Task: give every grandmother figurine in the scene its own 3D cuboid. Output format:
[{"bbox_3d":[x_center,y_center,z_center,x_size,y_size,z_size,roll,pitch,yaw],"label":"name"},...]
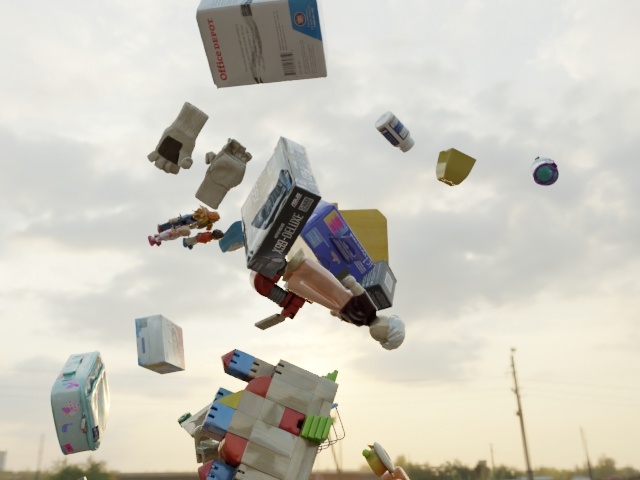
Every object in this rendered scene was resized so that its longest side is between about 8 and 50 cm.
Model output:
[{"bbox_3d":[0.064,0.160,1.700,0.342,0.104,0.208,34,-18,5],"label":"grandmother figurine"}]

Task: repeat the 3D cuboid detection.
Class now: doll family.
[{"bbox_3d":[-0.398,-0.051,2.044,0.163,0.118,0.263,-17,-9,24],"label":"doll family"}]

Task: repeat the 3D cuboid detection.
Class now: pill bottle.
[{"bbox_3d":[0.219,-0.313,1.962,0.120,0.067,0.067,42,-41,-24],"label":"pill bottle"}]

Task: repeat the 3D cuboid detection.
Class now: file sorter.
[{"bbox_3d":[-0.028,0.528,1.851,0.118,0.104,0.170,-24,-10,33],"label":"file sorter"}]

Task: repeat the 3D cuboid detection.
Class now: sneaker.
[{"bbox_3d":[-0.309,-0.024,2.633,0.092,0.087,0.229,-13,-11,-42],"label":"sneaker"}]

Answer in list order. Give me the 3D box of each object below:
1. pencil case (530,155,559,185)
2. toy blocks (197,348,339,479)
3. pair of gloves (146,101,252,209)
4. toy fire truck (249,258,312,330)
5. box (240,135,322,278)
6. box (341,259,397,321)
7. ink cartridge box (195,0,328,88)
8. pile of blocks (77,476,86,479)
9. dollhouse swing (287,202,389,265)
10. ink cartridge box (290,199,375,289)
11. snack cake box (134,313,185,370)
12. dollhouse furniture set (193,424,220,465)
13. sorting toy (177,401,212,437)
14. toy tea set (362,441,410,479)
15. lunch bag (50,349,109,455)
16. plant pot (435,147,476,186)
[{"bbox_3d":[0.592,-0.184,1.781,0.070,0.064,0.152,-45,-1,20],"label":"pencil case"},{"bbox_3d":[-0.132,0.395,1.427,0.261,0.381,0.190,24,-33,-5],"label":"toy blocks"},{"bbox_3d":[-0.311,-0.213,1.755,0.240,0.042,0.204,40,-67,-7],"label":"pair of gloves"},{"bbox_3d":[-0.147,0.176,2.158,0.217,0.246,0.158,33,-4,-20],"label":"toy fire truck"},{"bbox_3d":[-0.106,-0.090,1.663,0.077,0.307,0.242,23,-66,-21],"label":"box"},{"bbox_3d":[0.149,0.176,2.369,0.207,0.153,0.108,-19,-63,25],"label":"box"},{"bbox_3d":[-0.144,-0.538,1.765,0.308,0.129,0.223,-4,-48,7],"label":"ink cartridge box"},{"bbox_3d":[-0.767,0.845,1.903,0.149,0.362,0.112,21,-21,-6],"label":"pile of blocks"},{"bbox_3d":[0.063,0.030,2.671,0.305,0.346,0.315,-2,-1,-25],"label":"dollhouse swing"},{"bbox_3d":[0.000,0.000,2.167,0.270,0.151,0.395,55,-11,-27],"label":"ink cartridge box"},{"bbox_3d":[-0.517,0.342,2.192,0.089,0.152,0.264,-10,-18,0],"label":"snack cake box"},{"bbox_3d":[-0.172,0.456,1.665,0.242,0.161,0.212,-4,-7,-33],"label":"dollhouse furniture set"},{"bbox_3d":[-0.315,0.518,1.917,0.132,0.046,0.274,-33,12,-21],"label":"sorting toy"},{"bbox_3d":[0.183,0.660,1.680,0.124,0.200,0.336,-35,-54,2],"label":"toy tea set"},{"bbox_3d":[-0.651,0.434,1.845,0.108,0.224,0.279,-3,15,-9],"label":"lunch bag"},{"bbox_3d":[0.361,-0.194,1.840,0.081,0.083,0.081,23,-8,-14],"label":"plant pot"}]
